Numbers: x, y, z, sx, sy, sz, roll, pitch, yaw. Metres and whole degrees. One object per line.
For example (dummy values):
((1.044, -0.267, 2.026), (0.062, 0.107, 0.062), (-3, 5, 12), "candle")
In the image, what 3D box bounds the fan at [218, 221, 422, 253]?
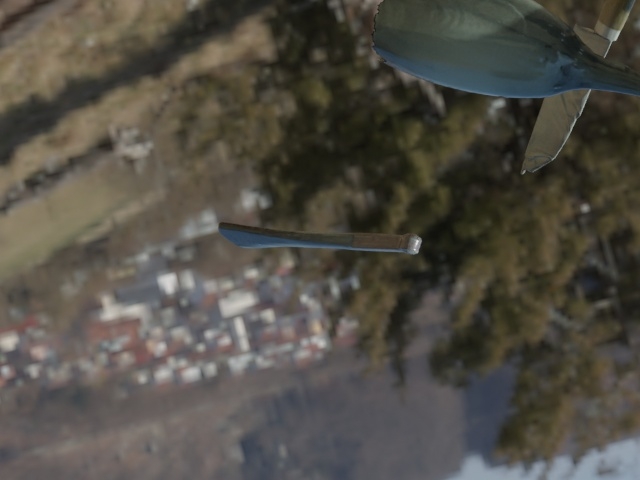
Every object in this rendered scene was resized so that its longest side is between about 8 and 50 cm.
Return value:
((0.000, 0.000, 1.963), (0.282, 0.023, 0.057), (5, 154, 37), "fan")

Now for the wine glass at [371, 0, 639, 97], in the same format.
((0.218, -0.128, 1.413), (0.309, 0.096, 0.264), (19, -179, 17), "wine glass")

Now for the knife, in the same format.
((0.252, -0.185, 1.617), (0.047, 0.298, 0.017), (31, -151, 18), "knife")
